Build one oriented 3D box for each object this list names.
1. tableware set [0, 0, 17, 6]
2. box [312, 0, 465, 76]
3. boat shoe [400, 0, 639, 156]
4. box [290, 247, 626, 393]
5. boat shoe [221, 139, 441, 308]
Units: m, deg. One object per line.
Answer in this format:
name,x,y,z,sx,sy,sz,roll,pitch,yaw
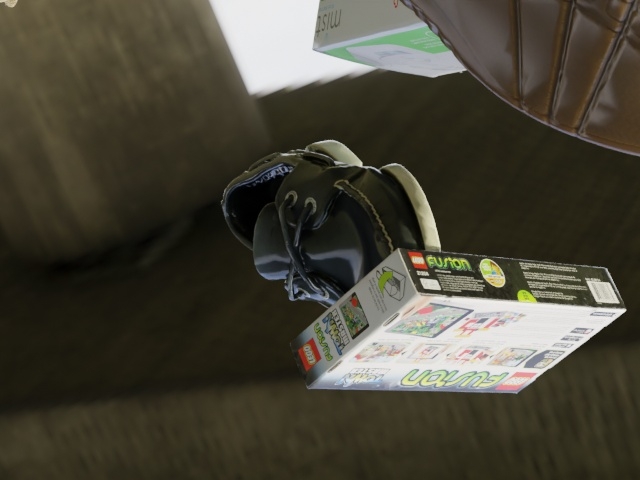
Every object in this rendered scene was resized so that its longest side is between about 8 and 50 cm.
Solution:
tableware set,-0.300,-0.274,1.593,0.168,0.141,0.020,12,180,-17
box,0.111,-0.259,1.559,0.126,0.231,0.262,11,177,-21
boat shoe,0.093,-0.163,0.974,0.342,0.123,0.123,30,-127,24
box,0.093,0.056,1.278,0.207,0.036,0.114,6,143,-44
boat shoe,-0.001,-0.004,1.464,0.113,0.127,0.340,-10,-160,-13
